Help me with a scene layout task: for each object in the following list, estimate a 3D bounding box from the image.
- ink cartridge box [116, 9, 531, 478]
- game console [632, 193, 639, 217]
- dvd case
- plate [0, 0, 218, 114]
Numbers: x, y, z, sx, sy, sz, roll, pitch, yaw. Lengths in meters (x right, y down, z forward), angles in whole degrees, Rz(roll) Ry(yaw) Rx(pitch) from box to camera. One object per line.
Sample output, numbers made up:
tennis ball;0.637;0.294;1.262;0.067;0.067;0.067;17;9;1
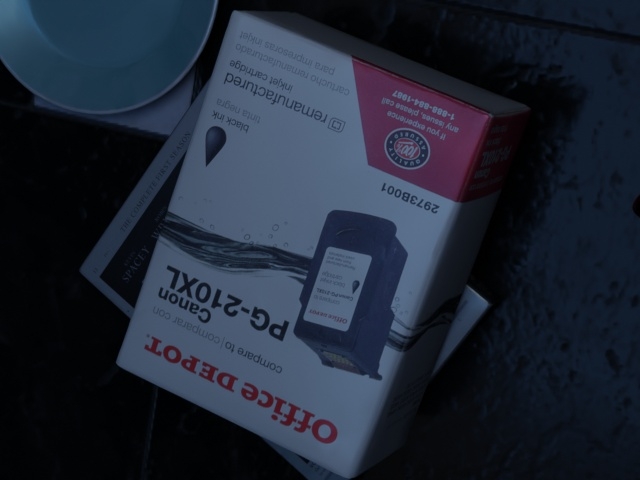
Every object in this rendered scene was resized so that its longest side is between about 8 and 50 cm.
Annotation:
ink cartridge box;0.000;0.000;0.997;0.172;0.100;0.237;24;105;17
game console;0.273;-0.020;0.924;0.144;0.085;0.124;-40;83;23
dvd case;-0.026;0.028;1.082;0.238;0.029;0.179;40;110;11
plate;-0.148;-0.179;1.101;0.188;0.024;0.188;4;100;21
